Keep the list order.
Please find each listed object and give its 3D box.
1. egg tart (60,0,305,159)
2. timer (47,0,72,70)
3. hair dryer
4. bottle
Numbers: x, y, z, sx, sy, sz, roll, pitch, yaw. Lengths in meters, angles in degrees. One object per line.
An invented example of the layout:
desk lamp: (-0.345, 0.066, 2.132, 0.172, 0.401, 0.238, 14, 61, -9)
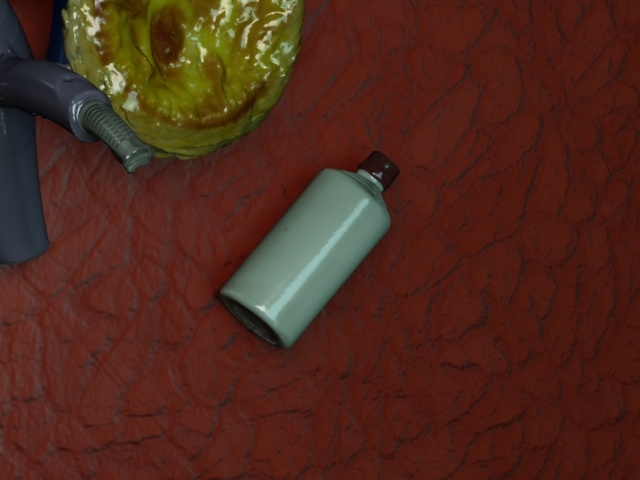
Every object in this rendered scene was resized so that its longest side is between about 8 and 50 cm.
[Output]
egg tart: (-0.150, -0.227, 1.874, 0.295, 0.116, 0.295, -5, 98, -39)
timer: (-0.163, -0.227, 1.983, 0.253, 0.078, 0.178, 6, 94, -30)
hair dryer: (-0.267, -0.097, 1.785, 0.121, 0.361, 0.301, -24, 115, -29)
bottle: (0.000, 0.000, 2.087, 0.104, 0.104, 0.245, 47, 73, -26)
